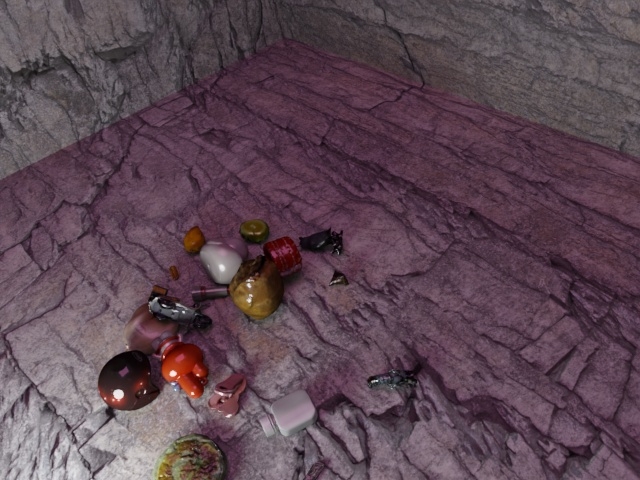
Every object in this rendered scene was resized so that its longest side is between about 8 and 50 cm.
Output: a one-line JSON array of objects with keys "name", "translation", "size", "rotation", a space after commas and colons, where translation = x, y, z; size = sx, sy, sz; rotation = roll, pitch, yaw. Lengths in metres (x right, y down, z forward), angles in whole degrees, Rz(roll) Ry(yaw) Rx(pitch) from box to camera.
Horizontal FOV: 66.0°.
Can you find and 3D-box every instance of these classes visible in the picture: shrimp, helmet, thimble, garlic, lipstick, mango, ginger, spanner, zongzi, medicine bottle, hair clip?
[{"name": "shrimp", "translation": [0.249, 0.484, 1.698], "size": [0.174, 0.076, 0.082], "rotation": [-8, 67, 2]}, {"name": "helmet", "translation": [-0.688, 0.500, 1.758], "size": [0.189, 0.193, 0.215], "rotation": [32, 100, 34]}, {"name": "thimble", "translation": [-0.164, 0.071, 2.095], "size": [0.125, 0.163, 0.189], "rotation": [-21, 17, -15]}, {"name": "garlic", "translation": [-0.680, 0.348, 1.952], "size": [0.217, 0.110, 0.228], "rotation": [18, 50, 20]}, {"name": "lipstick", "translation": [-0.445, 0.216, 2.082], "size": [0.187, 0.063, 0.057], "rotation": [-5, 46, -6]}, {"name": "mango", "translation": [-0.593, -0.004, 2.316], "size": [0.101, 0.066, 0.187], "rotation": [-19, 40, 1]}, {"name": "ginger", "translation": [-0.238, 0.196, 1.937], "size": [0.269, 0.223, 0.200], "rotation": [-14, 38, 56]}, {"name": "spanner", "translation": [-0.090, 0.797, 1.471], "size": [0.093, 0.026, 0.325], "rotation": [25, 53, 28]}, {"name": "zongzi", "translation": [0.073, 0.151, 2.068], "size": [0.083, 0.067, 0.073], "rotation": [-12, 49, 21]}, {"name": "medicine bottle", "translation": [-0.108, 0.586, 1.652], "size": [0.183, 0.069, 0.119], "rotation": [-23, 48, -15]}, {"name": "hair clip", "translation": [-0.323, 0.545, 1.754], "size": [0.123, 0.102, 0.138], "rotation": [13, 17, 18]}]

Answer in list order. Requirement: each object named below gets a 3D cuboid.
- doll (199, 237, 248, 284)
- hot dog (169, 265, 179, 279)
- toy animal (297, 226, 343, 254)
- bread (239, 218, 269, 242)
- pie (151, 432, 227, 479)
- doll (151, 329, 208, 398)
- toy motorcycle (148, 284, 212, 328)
[{"name": "doll", "translation": [-0.395, 0.073, 2.128], "size": [0.221, 0.221, 0.251], "rotation": [-37, 19, -26]}, {"name": "hot dog", "translation": [-0.654, 0.145, 2.207], "size": [0.037, 0.021, 0.083], "rotation": [-35, 50, 3]}, {"name": "toy animal", "translation": [-0.004, -0.001, 2.187], "size": [0.210, 0.117, 0.121], "rotation": [-1, 52, 4]}, {"name": "bread", "translation": [-0.308, -0.043, 2.303], "size": [0.139, 0.071, 0.130], "rotation": [-9, 48, -3]}, {"name": "pie", "translation": [-0.415, 0.729, 1.569], "size": [0.241, 0.054, 0.240], "rotation": [-3, 47, 3]}, {"name": "doll", "translation": [-0.506, 0.451, 1.807], "size": [0.161, 0.129, 0.290], "rotation": [-37, 61, -27]}, {"name": "toy motorcycle", "translation": [-0.554, 0.273, 1.964], "size": [0.263, 0.090, 0.157], "rotation": [22, 17, -15]}]
